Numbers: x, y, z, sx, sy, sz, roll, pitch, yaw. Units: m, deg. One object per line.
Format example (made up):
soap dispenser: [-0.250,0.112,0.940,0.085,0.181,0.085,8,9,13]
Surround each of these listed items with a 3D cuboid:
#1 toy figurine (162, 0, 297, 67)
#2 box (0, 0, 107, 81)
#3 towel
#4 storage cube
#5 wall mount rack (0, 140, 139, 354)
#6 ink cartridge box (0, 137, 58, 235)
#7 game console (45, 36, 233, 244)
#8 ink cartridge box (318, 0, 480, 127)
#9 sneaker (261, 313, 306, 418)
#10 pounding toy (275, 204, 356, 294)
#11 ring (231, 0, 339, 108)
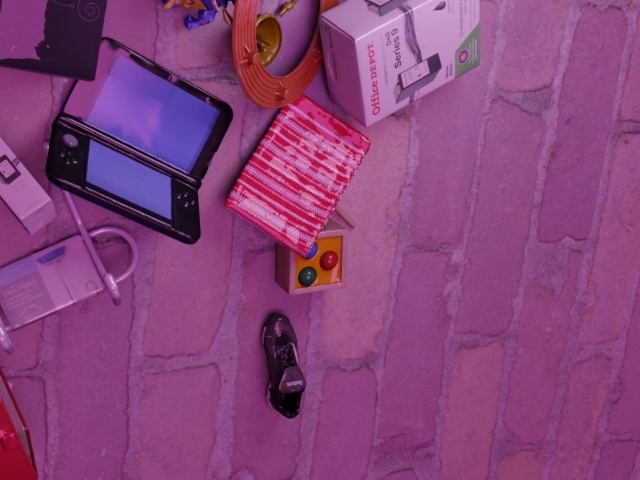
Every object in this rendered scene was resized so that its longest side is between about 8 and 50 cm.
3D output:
toy figurine: [-0.200,-0.455,1.458,0.362,0.217,0.191,40,68,-72]
box: [-0.435,-0.406,1.344,0.165,0.143,0.271,4,105,-31]
towel: [-0.039,-0.131,1.640,0.198,0.031,0.275,33,78,-17]
storage cube: [-0.629,0.345,1.484,0.193,0.183,0.215,-21,115,-17]
wall mount rack: [-0.506,0.016,1.474,0.350,0.130,0.304,-25,79,-17]
ink cartridge box: [-0.516,-0.104,1.389,0.060,0.104,0.180,-39,85,-16]
game console: [-0.303,-0.172,1.481,0.293,0.250,0.173,26,121,-29]
ink cartridge box: [0.156,-0.378,1.608,0.289,0.121,0.211,-31,140,-16]
sneaker: [-0.070,0.270,1.766,0.078,0.106,0.234,-10,110,-23]
pounding toy: [0.009,-0.006,1.719,0.181,0.094,0.206,-6,110,-23]
ring: [-0.046,-0.395,1.492,0.336,0.032,0.337,-43,143,-45]
